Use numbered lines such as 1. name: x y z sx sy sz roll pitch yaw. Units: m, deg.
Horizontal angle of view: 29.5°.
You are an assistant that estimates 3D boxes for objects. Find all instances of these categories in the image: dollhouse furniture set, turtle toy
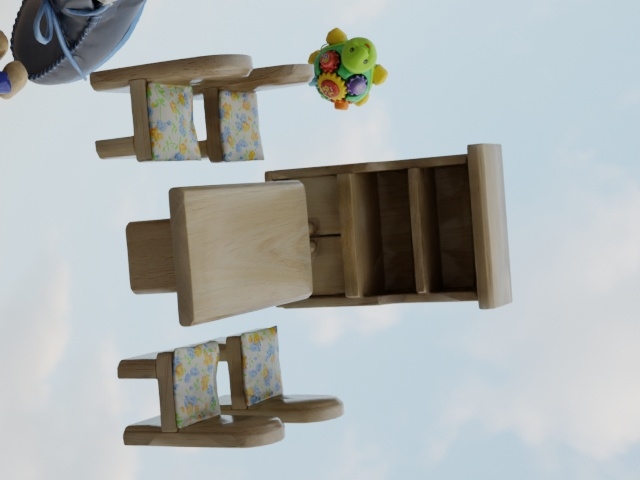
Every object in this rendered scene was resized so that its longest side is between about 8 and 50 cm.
1. dollhouse furniture set: 0.000 0.000 0.741 0.161 0.242 0.212 -4 -88 27
2. turtle toy: 0.032 -0.213 1.521 0.066 0.095 0.130 -53 -175 -39

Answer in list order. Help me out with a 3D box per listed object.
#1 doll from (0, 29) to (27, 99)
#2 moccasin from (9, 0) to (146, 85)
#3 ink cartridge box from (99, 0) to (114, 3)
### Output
1. doll: -0.346 -0.164 1.061 0.046 0.189 0.129 -39 -105 24
2. moccasin: -0.223 -0.273 1.149 0.138 0.117 0.342 55 -51 14
3. ink cartridge box: -0.153 -0.239 0.798 0.099 0.135 0.056 31 -137 32
